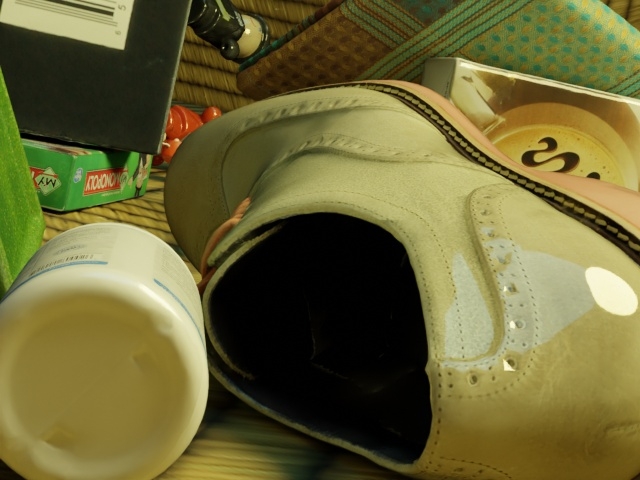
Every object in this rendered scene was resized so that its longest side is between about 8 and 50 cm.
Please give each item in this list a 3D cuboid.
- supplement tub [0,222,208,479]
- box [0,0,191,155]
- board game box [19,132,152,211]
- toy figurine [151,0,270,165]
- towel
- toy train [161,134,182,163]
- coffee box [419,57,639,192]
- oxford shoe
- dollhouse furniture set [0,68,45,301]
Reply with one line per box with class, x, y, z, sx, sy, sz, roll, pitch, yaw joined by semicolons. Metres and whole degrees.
supplement tub;-0.072;0.034;0.410;0.071;0.071;0.107;11;7;-7
box;-0.264;-0.256;1.088;0.211;0.294;0.395;9;7;-26
board game box;-0.317;-0.084;1.016;0.317;0.046;0.213;12;6;7
toy figurine;-0.180;-0.189;1.408;0.209;0.213;0.148;12;-4;30
towel;0.152;-0.106;1.017;0.370;0.040;0.271;28;-39;-32
toy train;-0.188;-0.086;1.260;0.166;0.046;0.125;8;-16;38
coffee box;0.211;-0.022;0.918;0.297;0.168;0.119;12;7;-8
oxford shoe;0.000;0.000;0.550;0.146;0.141;0.397;-1;11;-30
dollhouse furniture set;-0.217;0.009;0.403;0.197;0.151;0.301;-9;27;-2
